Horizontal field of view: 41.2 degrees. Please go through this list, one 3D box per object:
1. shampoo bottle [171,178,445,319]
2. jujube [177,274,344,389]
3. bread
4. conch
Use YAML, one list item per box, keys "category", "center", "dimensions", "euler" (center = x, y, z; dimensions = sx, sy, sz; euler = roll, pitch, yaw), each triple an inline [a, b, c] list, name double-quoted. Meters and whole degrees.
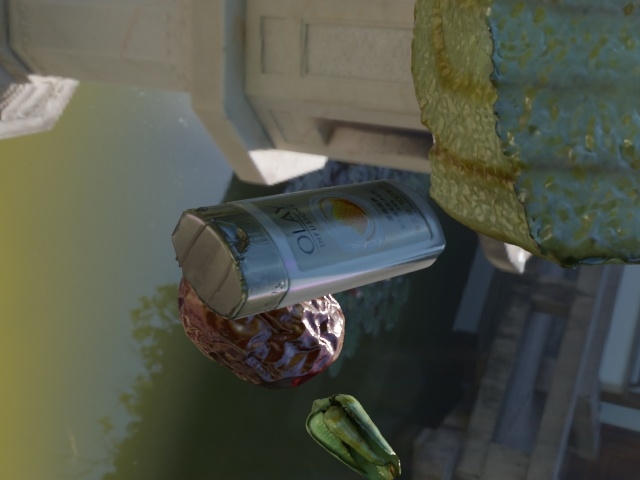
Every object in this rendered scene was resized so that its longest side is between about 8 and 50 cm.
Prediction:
- category: "shampoo bottle"
  center: [0.000, 0.000, 0.648]
  dimensions: [0.228, 0.086, 0.056]
  euler: [-11, 144, -45]
- category: "jujube"
  center: [-0.074, 0.098, 1.103]
  dimensions: [0.250, 0.174, 0.174]
  euler: [49, 55, -48]
- category: "bread"
  center: [0.228, -0.150, 0.866]
  dimensions: [0.264, 0.240, 0.394]
  euler: [148, -55, -73]
- category: "conch"
  center: [0.052, 0.282, 1.222]
  dimensions: [0.079, 0.170, 0.105]
  euler: [-40, 157, -28]
